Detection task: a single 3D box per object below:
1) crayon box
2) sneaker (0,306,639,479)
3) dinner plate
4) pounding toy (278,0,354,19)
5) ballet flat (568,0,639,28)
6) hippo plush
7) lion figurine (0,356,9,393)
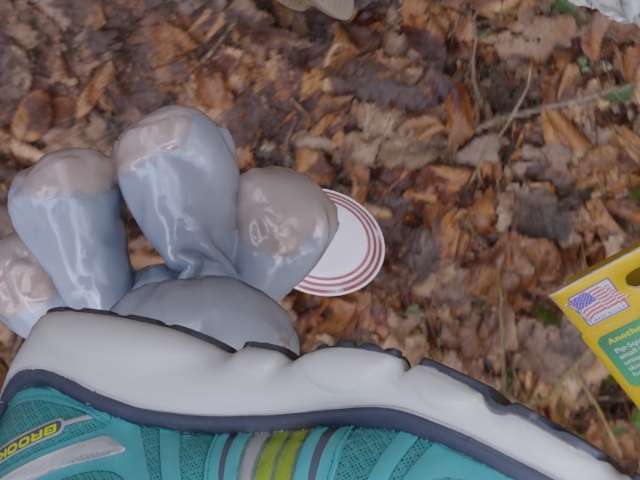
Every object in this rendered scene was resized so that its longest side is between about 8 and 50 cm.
[{"bbox_3d":[0.356,0.078,0.945,0.203,0.083,0.323,-31,120,22],"label":"crayon box"},{"bbox_3d":[-0.006,0.099,0.363,0.275,0.110,0.107,3,149,32],"label":"sneaker"},{"bbox_3d":[0.000,0.000,1.193,0.141,0.017,0.141,6,126,8],"label":"dinner plate"},{"bbox_3d":[-0.016,-0.359,1.073,0.155,0.154,0.269,23,111,44],"label":"pounding toy"},{"bbox_3d":[0.171,-0.129,0.366,0.147,0.409,0.147,1,81,-4],"label":"ballet flat"},{"bbox_3d":[-0.117,0.081,0.708,0.234,0.236,0.294,13,117,-8],"label":"hippo plush"},{"bbox_3d":[-0.472,0.103,1.405,0.240,0.392,0.142,27,129,-33],"label":"lion figurine"}]
